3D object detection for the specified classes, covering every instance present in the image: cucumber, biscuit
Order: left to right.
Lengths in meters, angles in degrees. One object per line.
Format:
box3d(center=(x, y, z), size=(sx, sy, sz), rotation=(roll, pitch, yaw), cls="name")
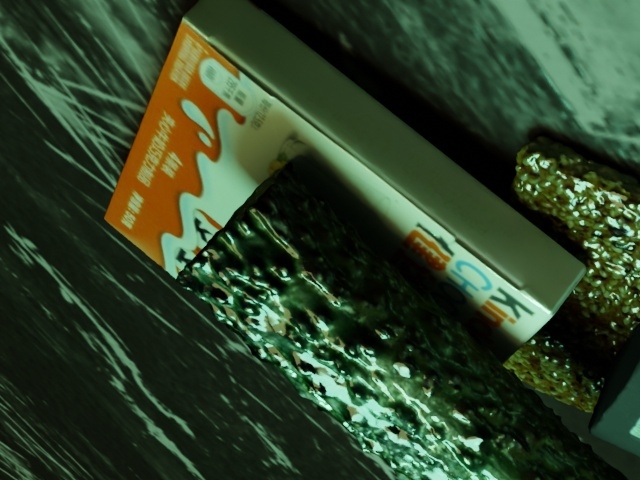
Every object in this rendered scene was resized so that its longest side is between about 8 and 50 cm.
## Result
box3d(center=(0.078, 0.108, 1.012), size=(0.359, 0.096, 0.096), rotation=(43, 149, -8), cls="cucumber")
box3d(center=(0.157, 0.034, 1.041), size=(0.131, 0.025, 0.231), rotation=(26, 149, 14), cls="biscuit")

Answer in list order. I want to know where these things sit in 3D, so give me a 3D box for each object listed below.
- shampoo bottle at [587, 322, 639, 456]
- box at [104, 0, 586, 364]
box3d(center=(0.306, 0.131, 0.975), size=(0.309, 0.071, 0.098), rotation=(26, 144, 2), cls="shampoo bottle")
box3d(center=(0.000, 0.000, 1.095), size=(0.265, 0.048, 0.273), rotation=(38, 151, 3), cls="box")
